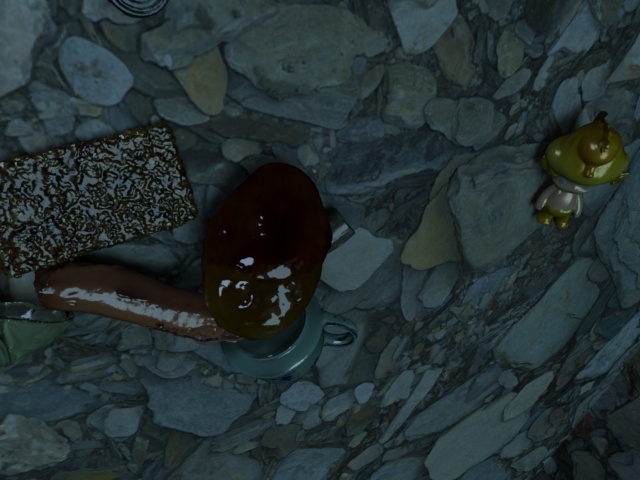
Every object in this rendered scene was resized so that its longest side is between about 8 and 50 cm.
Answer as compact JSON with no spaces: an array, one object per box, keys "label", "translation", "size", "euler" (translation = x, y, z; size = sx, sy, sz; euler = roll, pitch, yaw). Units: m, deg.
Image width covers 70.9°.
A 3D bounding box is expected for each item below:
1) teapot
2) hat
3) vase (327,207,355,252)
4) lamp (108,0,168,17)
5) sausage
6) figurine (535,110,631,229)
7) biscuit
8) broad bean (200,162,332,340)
[{"label":"teapot","translation":[-0.057,0.156,0.714],"size":[0.232,0.159,0.159],"euler":[-12,130,9]},{"label":"hat","translation":[-0.386,0.105,0.505],"size":[0.166,0.122,0.081],"euler":[35,56,-67]},{"label":"vase","translation":[0.000,0.000,0.701],"size":[0.100,0.053,0.053],"euler":[-39,132,4]},{"label":"lamp","translation":[-0.040,-0.329,0.413],"size":[0.371,0.108,0.130],"euler":[-30,132,-10]},{"label":"sausage","translation":[-0.205,0.083,0.590],"size":[0.304,0.078,0.078],"euler":[17,112,-22]},{"label":"figurine","translation":[0.494,-0.126,0.868],"size":[0.156,0.131,0.246],"euler":[14,139,7]},{"label":"biscuit","translation":[-0.266,-0.047,0.514],"size":[0.231,0.025,0.131],"euler":[-21,115,-17]},{"label":"broad bean","translation":[-0.069,0.010,0.575],"size":[0.156,0.122,0.228],"euler":[22,68,-12]}]
